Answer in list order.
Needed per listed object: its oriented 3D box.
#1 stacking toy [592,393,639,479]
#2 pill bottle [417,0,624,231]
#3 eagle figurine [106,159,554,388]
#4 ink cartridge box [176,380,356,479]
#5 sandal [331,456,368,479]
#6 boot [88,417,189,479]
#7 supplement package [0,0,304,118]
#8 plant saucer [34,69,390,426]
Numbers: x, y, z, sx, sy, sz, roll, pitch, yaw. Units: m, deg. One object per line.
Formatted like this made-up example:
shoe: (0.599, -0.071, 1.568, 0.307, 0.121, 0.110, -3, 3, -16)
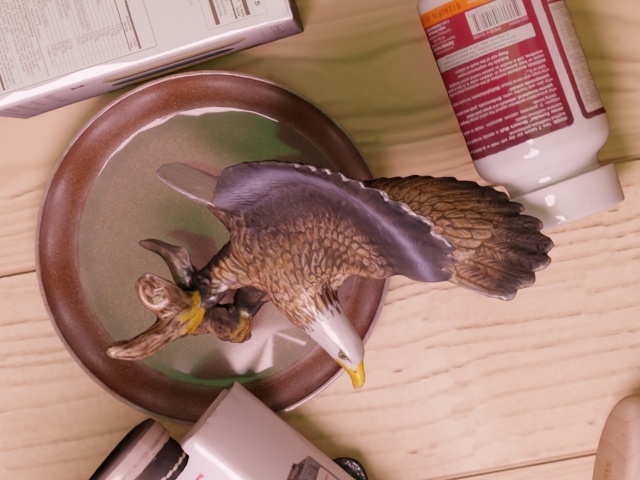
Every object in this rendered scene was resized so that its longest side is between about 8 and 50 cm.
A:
stacking toy: (0.405, 0.224, 1.642, 0.330, 0.141, 0.141, 10, 93, -5)
pill bottle: (0.173, -0.121, 1.628, 0.121, 0.121, 0.221, -20, 91, 3)
eagle figurine: (0.007, 0.009, 1.541, 0.298, 0.226, 0.225, -30, 118, 28)
ink cartridge box: (-0.035, 0.309, 1.627, 0.306, 0.131, 0.226, 38, 111, -1)
sandal: (0.007, 0.271, 1.698, 0.067, 0.040, 0.179, 8, 107, 7)
boot: (-0.113, 0.341, 1.511, 0.284, 0.138, 0.377, 32, 118, 5)
supplement package: (-0.170, -0.232, 1.598, 0.263, 0.199, 0.198, -17, 92, 3)
plant saucer: (-0.092, 0.008, 1.682, 0.311, 0.050, 0.310, 0, 92, 3)
